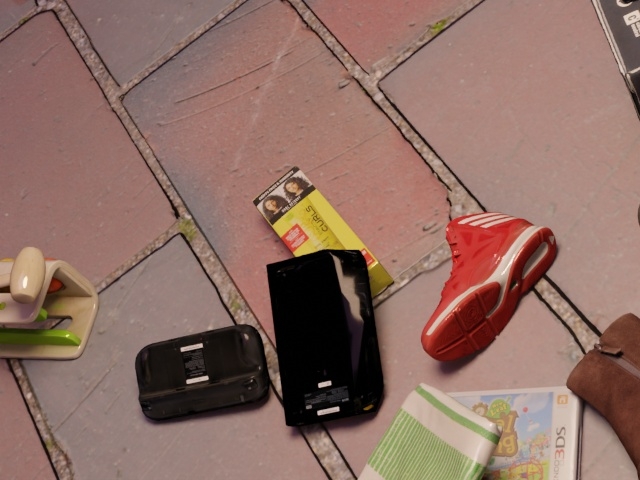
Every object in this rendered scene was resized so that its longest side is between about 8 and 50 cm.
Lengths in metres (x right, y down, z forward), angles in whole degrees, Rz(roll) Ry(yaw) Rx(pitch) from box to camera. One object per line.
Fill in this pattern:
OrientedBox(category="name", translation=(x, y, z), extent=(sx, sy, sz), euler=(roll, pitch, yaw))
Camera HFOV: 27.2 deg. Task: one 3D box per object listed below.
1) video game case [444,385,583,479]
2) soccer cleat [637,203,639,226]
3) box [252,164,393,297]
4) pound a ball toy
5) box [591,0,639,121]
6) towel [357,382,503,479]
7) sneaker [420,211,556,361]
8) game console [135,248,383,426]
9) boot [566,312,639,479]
OrientedBox(category="video game case", translation=(0.195, 0.263, 1.534), extent=(0.212, 0.023, 0.193), euler=(-7, 56, 25))
OrientedBox(category="soccer cleat", translation=(0.528, -0.051, 1.519), extent=(0.318, 0.108, 0.116), euler=(-10, 19, 23))
OrientedBox(category="box", translation=(0.000, 0.000, 1.797), extent=(0.087, 0.058, 0.232), euler=(-39, 49, 1))
OrientedBox(category="pound a ball toy", translation=(-0.471, 0.067, 1.914), extent=(0.319, 0.208, 0.135), euler=(-2, 58, 28))
OrientedBox(category="box", translation=(0.538, -0.248, 1.515), extent=(0.395, 0.293, 0.212), euler=(-23, 51, 15))
OrientedBox(category="towel", translation=(0.069, 0.315, 1.461), extent=(0.325, 0.038, 0.248), euler=(-55, 15, -5))
OrientedBox(category="sneaker", translation=(0.183, 0.051, 1.661), extent=(0.221, 0.087, 0.128), euler=(-40, 39, -17))
OrientedBox(category="game console", translation=(-0.091, 0.144, 1.724), extent=(0.361, 0.044, 0.213), euler=(-14, 74, 26))
OrientedBox(category="boot", translation=(0.350, 0.210, 1.455), extent=(0.248, 0.090, 0.207), euler=(-48, 44, -13))
